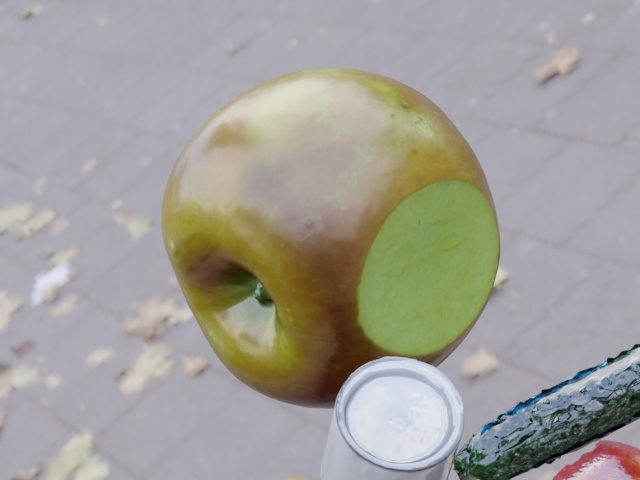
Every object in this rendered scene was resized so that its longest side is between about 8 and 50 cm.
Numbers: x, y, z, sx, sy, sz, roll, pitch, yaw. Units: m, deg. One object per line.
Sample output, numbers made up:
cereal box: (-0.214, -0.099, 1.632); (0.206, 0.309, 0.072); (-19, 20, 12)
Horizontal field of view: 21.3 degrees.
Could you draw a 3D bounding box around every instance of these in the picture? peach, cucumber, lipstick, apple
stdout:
peach: (0.256, 0.236, 1.412); (0.118, 0.151, 0.151); (-42, 26, -5)
cucumber: (0.191, 0.080, 0.996); (0.256, 0.044, 0.043); (-27, 28, 9)
lipstick: (0.017, 0.091, 0.550); (0.040, 0.141, 0.040); (3, 54, -5)
apple: (0.000, 0.000, 0.570); (0.102, 0.114, 0.099); (-24, 33, -37)
